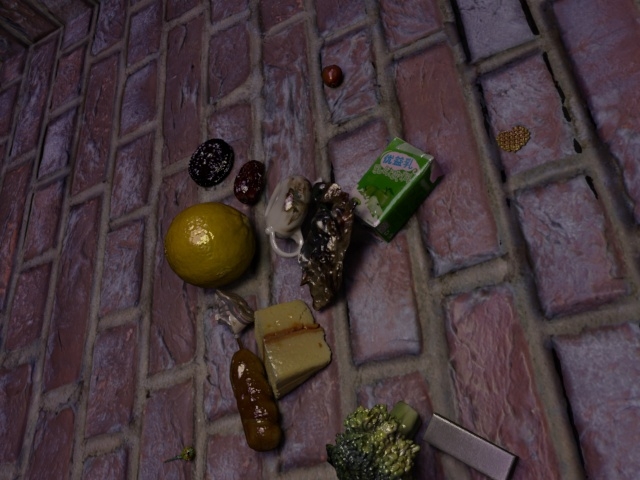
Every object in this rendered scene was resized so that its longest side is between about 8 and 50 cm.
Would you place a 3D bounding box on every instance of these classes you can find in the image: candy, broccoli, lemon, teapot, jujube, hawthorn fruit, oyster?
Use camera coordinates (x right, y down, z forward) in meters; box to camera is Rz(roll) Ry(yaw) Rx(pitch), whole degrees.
[{"bbox_3d":[-0.414,0.628,1.686,0.123,0.035,0.035,-26,24,28],"label":"candy"},{"bbox_3d":[0.134,0.473,1.342,0.243,0.263,0.247,-42,13,-29],"label":"broccoli"},{"bbox_3d":[-0.340,0.014,1.796,0.293,0.293,0.293,-13,61,25],"label":"lemon"},{"bbox_3d":[-0.088,-0.088,1.767,0.204,0.139,0.298,-31,37,64],"label":"teapot"},{"bbox_3d":[-0.244,-0.198,1.957,0.104,0.104,0.166,-15,47,24],"label":"jujube"},{"bbox_3d":[0.042,-0.560,1.977,0.077,0.077,0.077,-13,61,25],"label":"hawthorn fruit"},{"bbox_3d":[-0.003,0.010,1.651,0.221,0.096,0.361,-140,60,-67],"label":"oyster"}]

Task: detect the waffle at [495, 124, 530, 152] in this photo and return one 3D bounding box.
[{"bbox_3d":[0.526,-0.280,1.579,0.085,0.016,0.078,-36,57,11],"label":"waffle"}]

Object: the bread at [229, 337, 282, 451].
[{"bbox_3d":[-0.195,0.420,1.613,0.124,0.084,0.344,-38,53,21],"label":"bread"}]

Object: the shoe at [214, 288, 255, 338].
[{"bbox_3d":[-0.272,0.222,1.771,0.180,0.089,0.092,37,101,40],"label":"shoe"}]

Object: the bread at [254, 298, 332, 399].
[{"bbox_3d":[-0.079,0.302,1.646,0.178,0.135,0.240,-14,53,-15],"label":"bread"}]

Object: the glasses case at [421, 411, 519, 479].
[{"bbox_3d":[0.335,0.465,1.303,0.205,0.047,0.071,20,83,36],"label":"glasses case"}]

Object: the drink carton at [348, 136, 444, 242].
[{"bbox_3d":[0.203,-0.142,1.646,0.271,0.108,0.161,-51,52,0],"label":"drink carton"}]

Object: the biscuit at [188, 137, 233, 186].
[{"bbox_3d":[-0.399,-0.284,2.112,0.194,0.053,0.194,-13,60,25],"label":"biscuit"}]
